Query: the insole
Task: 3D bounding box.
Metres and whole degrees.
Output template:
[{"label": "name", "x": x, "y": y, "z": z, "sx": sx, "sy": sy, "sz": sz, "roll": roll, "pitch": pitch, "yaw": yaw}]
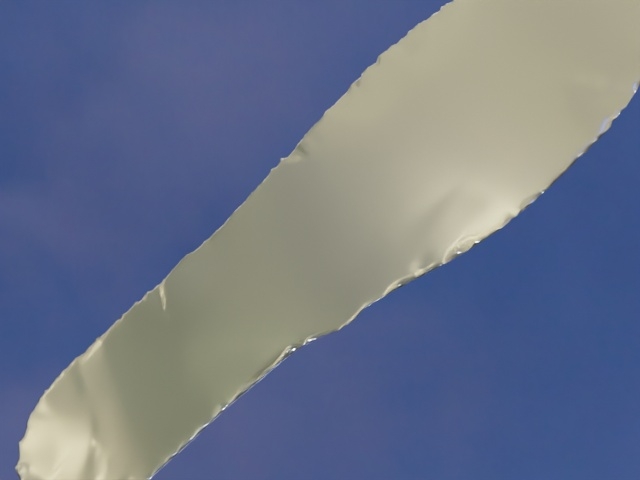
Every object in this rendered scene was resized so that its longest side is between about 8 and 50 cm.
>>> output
[{"label": "insole", "x": 0.000, "y": 0.000, "z": 0.561, "sx": 0.322, "sy": 0.109, "sz": 0.007, "roll": -42, "pitch": -48, "yaw": 16}]
